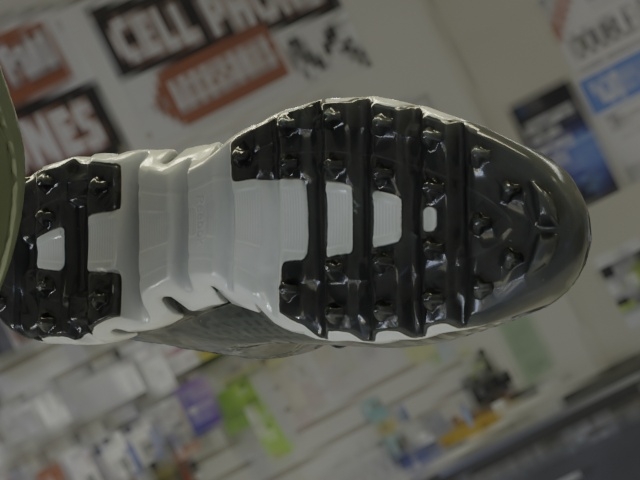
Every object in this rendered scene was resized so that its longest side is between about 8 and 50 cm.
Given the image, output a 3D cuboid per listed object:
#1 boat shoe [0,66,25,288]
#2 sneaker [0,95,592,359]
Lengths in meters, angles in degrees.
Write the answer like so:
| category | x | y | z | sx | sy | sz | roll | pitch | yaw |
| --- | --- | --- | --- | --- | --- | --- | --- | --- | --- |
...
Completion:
| category | x | y | z | sx | sy | sz | roll | pitch | yaw |
| --- | --- | --- | --- | --- | --- | --- | --- | --- | --- |
| boat shoe | -0.131 | -0.032 | 0.542 | 0.081 | 0.069 | 0.228 | -52 | -17 | -36 |
| sneaker | 0.000 | 0.000 | 0.662 | 0.234 | 0.078 | 0.106 | -5 | -8 | 38 |
